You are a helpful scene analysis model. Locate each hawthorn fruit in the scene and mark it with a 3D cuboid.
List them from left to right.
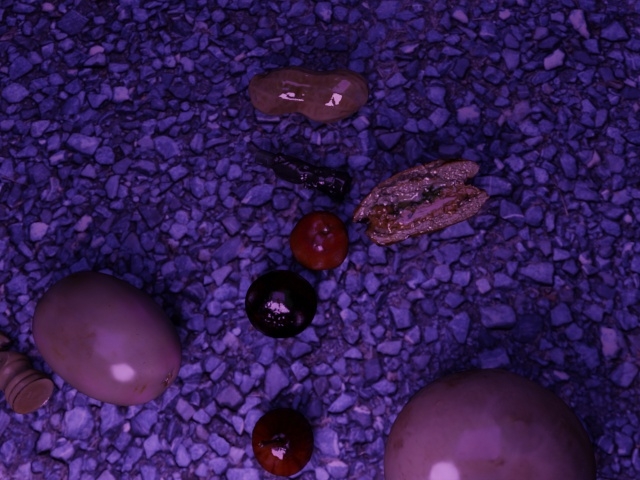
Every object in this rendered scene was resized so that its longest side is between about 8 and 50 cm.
[{"bbox_3d":[0.000,0.000,1.163,0.133,0.138,0.132,0,69,1],"label":"hawthorn fruit"}]

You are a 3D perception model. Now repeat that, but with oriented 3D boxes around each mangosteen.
[{"bbox_3d":[-0.081,0.126,1.134,0.153,0.152,0.152,-1,72,3],"label":"mangosteen"}]

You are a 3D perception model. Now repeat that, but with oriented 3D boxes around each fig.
[{"bbox_3d":[-0.078,0.379,1.054,0.128,0.150,0.128,-11,36,8],"label":"fig"}]

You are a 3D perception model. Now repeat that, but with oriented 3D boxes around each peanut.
[{"bbox_3d":[-0.029,-0.347,1.286,0.290,0.130,0.130,8,73,8],"label":"peanut"}]

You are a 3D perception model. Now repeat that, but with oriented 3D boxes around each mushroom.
[{"bbox_3d":[0.289,0.394,0.978,0.362,0.294,0.362,0,101,-1],"label":"mushroom"}]

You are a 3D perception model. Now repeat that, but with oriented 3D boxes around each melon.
[{"bbox_3d":[-0.422,0.190,1.081,0.317,0.223,0.223,30,76,17],"label":"melon"}]

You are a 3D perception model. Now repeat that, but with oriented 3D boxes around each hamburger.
[{"bbox_3d":[0.202,-0.082,1.171,0.283,0.156,0.144,-19,92,2],"label":"hamburger"}]

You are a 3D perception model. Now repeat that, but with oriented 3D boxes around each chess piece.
[{"bbox_3d":[-0.659,0.270,1.148,0.200,0.090,0.090,31,76,24],"label":"chess piece"}]

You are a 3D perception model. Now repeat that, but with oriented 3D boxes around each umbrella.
[{"bbox_3d":[-0.042,-0.161,1.260,0.236,0.059,0.066,21,53,11],"label":"umbrella"}]
